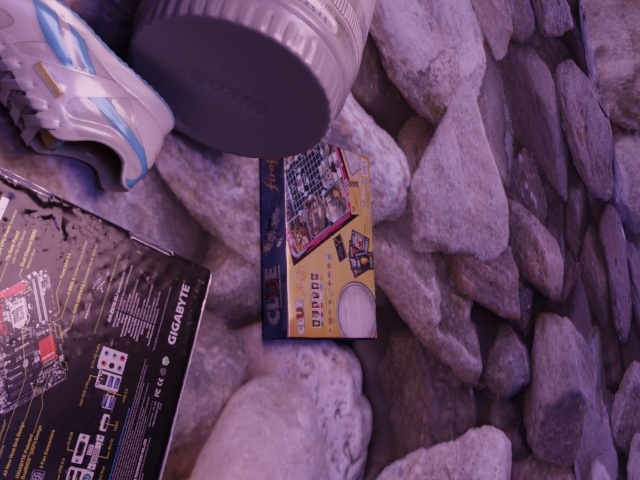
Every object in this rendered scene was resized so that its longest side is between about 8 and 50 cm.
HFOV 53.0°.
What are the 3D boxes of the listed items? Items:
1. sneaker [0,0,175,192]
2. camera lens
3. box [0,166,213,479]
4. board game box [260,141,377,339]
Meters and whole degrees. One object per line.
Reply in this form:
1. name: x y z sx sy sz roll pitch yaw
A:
1. sneaker: -0.228 -0.131 0.536 0.229 0.087 0.092 38 57 -34
2. camera lens: -0.053 -0.251 0.656 0.219 0.219 0.274 37 55 -37
3. box: -0.233 0.125 0.478 0.257 0.079 0.322 30 60 -39
4. board game box: 0.000 0.000 0.793 0.165 0.042 0.243 11 73 -47
